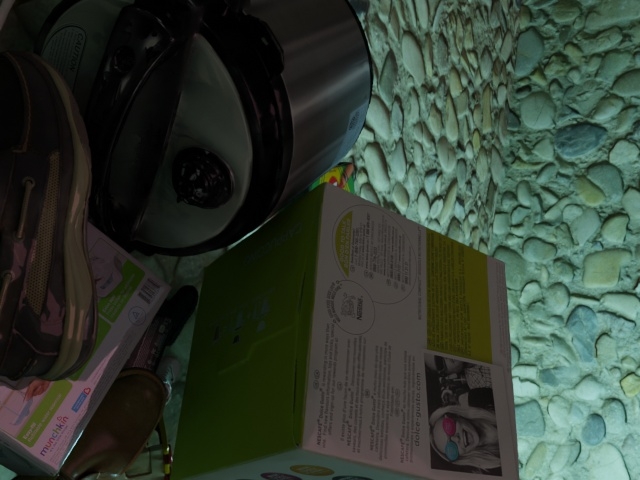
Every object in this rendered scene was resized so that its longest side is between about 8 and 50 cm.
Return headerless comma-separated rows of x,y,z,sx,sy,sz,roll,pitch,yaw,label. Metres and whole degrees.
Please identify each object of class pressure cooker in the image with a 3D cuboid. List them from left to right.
-0.158,-0.186,0.964,0.420,0.375,0.370,-45,122,-52,pressure cooker

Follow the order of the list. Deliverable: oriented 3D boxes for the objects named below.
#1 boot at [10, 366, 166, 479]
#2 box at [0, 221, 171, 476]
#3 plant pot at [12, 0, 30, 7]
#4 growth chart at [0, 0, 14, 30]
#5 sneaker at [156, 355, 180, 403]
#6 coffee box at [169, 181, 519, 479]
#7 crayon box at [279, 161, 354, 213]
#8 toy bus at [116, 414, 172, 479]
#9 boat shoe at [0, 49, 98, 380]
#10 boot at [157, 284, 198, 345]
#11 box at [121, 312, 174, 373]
-0.300,0.286,0.884,0.305,0.115,0.112,-46,104,-7,boot
-0.344,0.097,0.844,0.231,0.126,0.262,41,53,-22,box
-0.382,-0.325,0.880,0.083,0.083,0.079,-46,119,-49,plant pot
-0.422,-0.339,0.784,0.237,0.021,0.172,35,63,-33,growth chart
-0.250,0.228,1.160,0.134,0.070,0.051,-32,118,-56,sneaker
0.029,0.178,1.015,0.334,0.337,0.338,22,57,-28,coffee box
0.000,0.000,1.567,0.202,0.081,0.319,-23,113,-58,crayon box
-0.273,0.305,1.084,0.191,0.202,0.104,31,36,-50,toy bus
-0.314,-0.035,0.738,0.130,0.132,0.355,3,70,-48,boat shoe
-0.251,0.100,1.174,0.099,0.045,0.121,56,47,-43,boot
-0.313,0.160,0.978,0.184,0.045,0.191,25,66,-19,box
